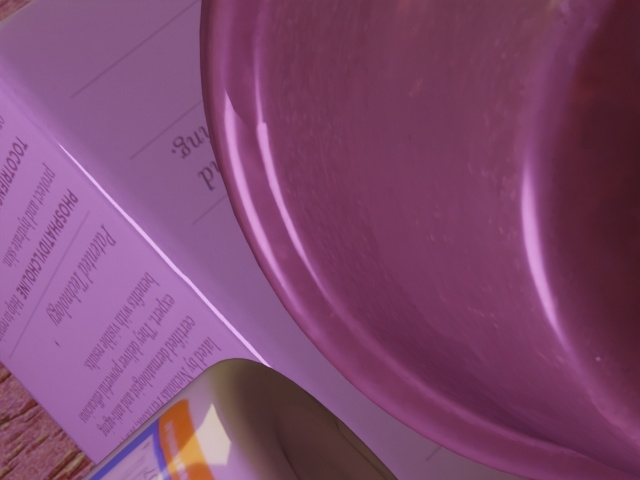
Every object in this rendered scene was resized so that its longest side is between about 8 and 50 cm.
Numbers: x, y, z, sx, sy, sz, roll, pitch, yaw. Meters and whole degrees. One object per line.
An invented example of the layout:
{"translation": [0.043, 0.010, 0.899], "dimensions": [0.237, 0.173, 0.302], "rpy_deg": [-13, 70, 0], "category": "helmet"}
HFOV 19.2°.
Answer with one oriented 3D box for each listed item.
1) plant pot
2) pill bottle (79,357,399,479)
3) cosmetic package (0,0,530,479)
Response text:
{"translation": [0.099, -0.036, 0.478], "dimensions": [0.263, 0.263, 0.229], "rpy_deg": [-41, 12, 6], "category": "plant pot"}
{"translation": [-0.083, 0.182, 0.689], "dimensions": [0.272, 0.152, 0.152], "rpy_deg": [-42, -5, 11], "category": "pill bottle"}
{"translation": [0.000, 0.000, 1.212], "dimensions": [0.329, 0.393, 0.327], "rpy_deg": [-42, -4, -29], "category": "cosmetic package"}
